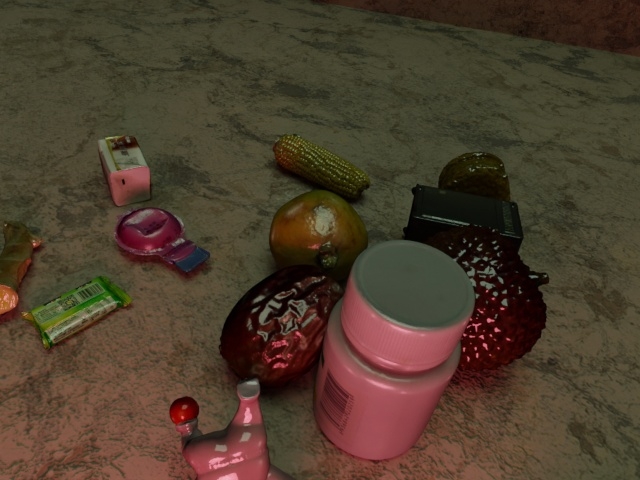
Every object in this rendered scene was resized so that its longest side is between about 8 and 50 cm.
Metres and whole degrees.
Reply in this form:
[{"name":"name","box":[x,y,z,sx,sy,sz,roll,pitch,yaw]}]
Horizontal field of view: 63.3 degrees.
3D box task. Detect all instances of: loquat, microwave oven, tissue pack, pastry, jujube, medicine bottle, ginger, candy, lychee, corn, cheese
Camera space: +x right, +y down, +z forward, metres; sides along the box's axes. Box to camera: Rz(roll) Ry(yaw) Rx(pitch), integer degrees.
[{"name":"loquat","box":[0.000,0.000,1.099,0.214,0.213,0.246,-1,21,-10]},{"name":"microwave oven","box":[0.309,0.001,1.175,0.248,0.188,0.178,11,37,8]},{"name":"tissue pack","box":[-0.483,-0.175,1.285,0.099,0.106,0.148,-16,48,-24]},{"name":"pastry","box":[0.393,-0.135,1.331,0.189,0.188,0.103,6,44,-3]},{"name":"jujube","box":[-0.066,0.152,0.942,0.243,0.183,0.183,-42,60,-17]},{"name":"medicine bottle","box":[0.107,0.178,0.827,0.208,0.339,0.208,5,42,-5]},{"name":"ginger","box":[-0.644,0.056,1.032,0.131,0.086,0.294,-9,36,-6]},{"name":"candy","box":[-0.469,0.134,1.006,0.102,0.032,0.178,38,48,23]},{"name":"lychee","box":[0.283,0.111,0.988,0.304,0.275,0.275,-17,45,0]},{"name":"corn","box":[0.003,-0.198,1.403,0.293,0.106,0.106,30,46,16]},{"name":"cheese","box":[-0.355,-0.005,1.154,0.244,0.062,0.155,30,47,20]}]

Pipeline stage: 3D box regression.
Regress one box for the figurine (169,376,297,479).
[{"name":"figurine","box":[-0.108,0.342,0.724,0.176,0.186,0.287,-20,84,-14]}]
